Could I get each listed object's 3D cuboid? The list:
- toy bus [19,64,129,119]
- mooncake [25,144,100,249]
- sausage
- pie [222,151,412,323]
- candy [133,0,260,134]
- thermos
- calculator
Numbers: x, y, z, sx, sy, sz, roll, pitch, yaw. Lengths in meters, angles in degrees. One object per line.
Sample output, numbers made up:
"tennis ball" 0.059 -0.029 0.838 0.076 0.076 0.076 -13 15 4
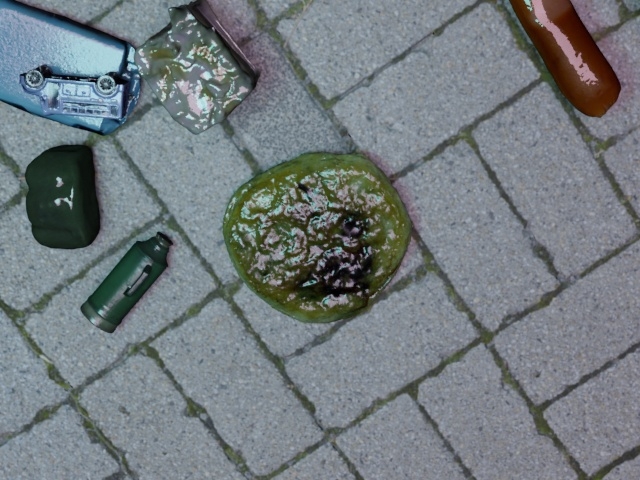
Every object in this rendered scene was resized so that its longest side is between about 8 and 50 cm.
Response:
"toy bus" -0.392 -0.233 1.651 0.167 0.073 0.076 4 105 -3
"mooncake" -0.421 -0.073 1.719 0.104 0.168 0.175 -2 70 9
"sausage" 0.391 -0.335 1.696 0.089 0.083 0.300 -31 99 12
"pie" 0.000 0.000 1.768 0.323 0.070 0.323 0 104 -2
"candy" -0.197 -0.281 1.644 0.137 0.195 0.185 -35 105 11
"thermos" -0.325 0.065 1.768 0.073 0.083 0.188 42 97 13
"calculator" -0.438 -0.282 1.703 0.293 0.051 0.173 20 103 -5
